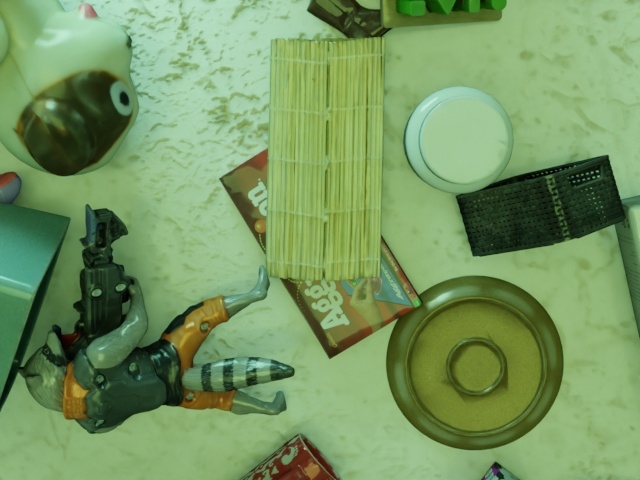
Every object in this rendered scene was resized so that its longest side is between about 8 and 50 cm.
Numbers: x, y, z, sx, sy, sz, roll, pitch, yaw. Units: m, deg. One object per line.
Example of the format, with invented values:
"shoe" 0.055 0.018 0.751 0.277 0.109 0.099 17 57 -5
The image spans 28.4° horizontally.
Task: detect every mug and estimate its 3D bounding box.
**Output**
"mug" -0.058 0.347 1.646 0.169 0.150 0.113 -41 105 1

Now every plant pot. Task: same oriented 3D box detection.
"plant pot" -0.478 0.076 1.544 0.252 0.248 0.247 20 110 -9
"plant pot" 0.205 0.165 1.671 0.236 0.032 0.236 0 95 4

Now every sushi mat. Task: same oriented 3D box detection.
"sushi mat" 0.006 -0.105 1.633 0.151 0.019 0.316 2 93 5

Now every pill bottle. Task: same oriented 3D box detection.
"pill bottle" 0.169 -0.123 1.551 0.131 0.229 0.131 0 94 2

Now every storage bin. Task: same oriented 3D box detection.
"storage bin" 0.271 -0.041 1.568 0.122 0.180 0.084 -18 95 -35

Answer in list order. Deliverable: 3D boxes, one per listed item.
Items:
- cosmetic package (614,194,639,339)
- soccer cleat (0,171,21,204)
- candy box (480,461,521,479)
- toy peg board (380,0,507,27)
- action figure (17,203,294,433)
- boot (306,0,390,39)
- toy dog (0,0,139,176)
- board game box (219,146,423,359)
"cosmetic package" 0.505 0.111 1.590 0.197 0.155 0.365 -11 94 4
"soccer cleat" -0.481 0.003 1.676 0.248 0.083 0.095 -37 107 6
"candy box" 0.207 0.385 1.587 0.071 0.233 0.159 37 95 -1
"toy peg board" 0.160 -0.348 1.576 0.161 0.079 0.160 -6 105 -14
"action figure" -0.214 0.126 1.583 0.330 0.178 0.341 -11 122 -13
"boot" 0.051 -0.311 1.642 0.114 0.037 0.106 40 93 4
"toy dog" -0.419 -0.226 1.553 0.408 0.284 0.395 24 96 -1
"board game box" 0.000 0.000 1.663 0.145 0.027 0.281 -32 89 7
